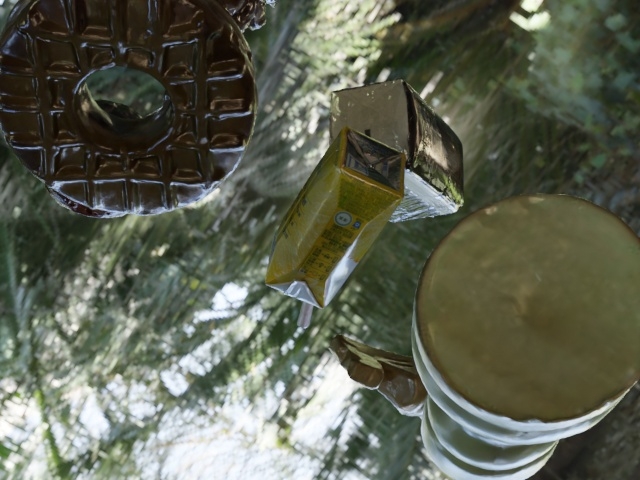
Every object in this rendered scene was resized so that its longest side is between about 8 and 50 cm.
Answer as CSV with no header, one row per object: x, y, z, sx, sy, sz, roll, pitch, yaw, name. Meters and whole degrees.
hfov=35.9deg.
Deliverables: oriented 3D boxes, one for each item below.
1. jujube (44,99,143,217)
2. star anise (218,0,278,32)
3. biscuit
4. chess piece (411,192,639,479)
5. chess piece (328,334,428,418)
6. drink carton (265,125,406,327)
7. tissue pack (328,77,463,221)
-0.356,-0.137,1.605,0.183,0.183,0.243,26,-151,-19,jujube
-0.092,-0.327,1.292,0.065,0.182,0.195,47,-174,16,star anise
-0.234,-0.176,1.195,0.332,0.332,0.103,25,-150,-20,biscuit
0.205,0.146,1.083,0.234,0.234,0.442,41,163,18,chess piece
0.155,0.265,1.851,0.301,0.137,0.137,26,-158,-18,chess piece
0.000,0.000,0.865,0.074,0.200,0.084,24,-143,-15,drink carton
0.167,-0.181,2.097,0.198,0.210,0.370,-2,166,24,tissue pack
